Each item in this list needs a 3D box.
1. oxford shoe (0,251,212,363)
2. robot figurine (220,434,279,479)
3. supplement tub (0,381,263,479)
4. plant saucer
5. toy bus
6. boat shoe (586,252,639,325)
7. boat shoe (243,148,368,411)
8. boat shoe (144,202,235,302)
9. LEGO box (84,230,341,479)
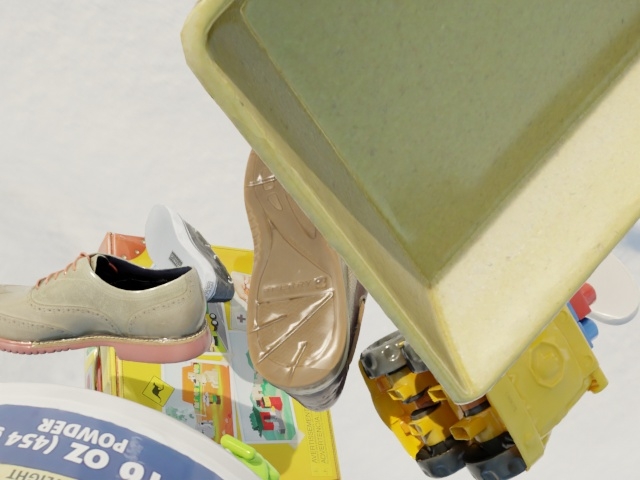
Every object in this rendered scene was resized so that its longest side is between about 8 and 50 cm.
[{"bbox_3d":[-0.308,0.067,1.230,0.348,0.123,0.130,2,114,4],"label":"oxford shoe"},{"bbox_3d":[-0.105,0.268,1.097,0.115,0.067,0.101,12,104,-34],"label":"robot figurine"},{"bbox_3d":[-0.116,0.205,0.253,0.228,0.316,0.228,2,112,5],"label":"supplement tub"},{"bbox_3d":[0.107,-0.118,0.529,0.333,0.081,0.333,-47,135,-8],"label":"plant saucer"},{"bbox_3d":[0.170,0.117,0.955,0.211,0.220,0.149,-33,93,-26],"label":"toy bus"},{"bbox_3d":[0.462,0.071,1.844,0.127,0.340,0.158,-35,141,-12],"label":"boat shoe"},{"bbox_3d":[0.000,0.000,0.959,0.123,0.342,0.123,-8,150,15],"label":"boat shoe"},{"bbox_3d":[-0.193,0.021,1.464,0.076,0.228,0.080,17,107,-40],"label":"boat shoe"},{"bbox_3d":[-0.194,0.258,1.643,0.372,0.500,0.193,8,143,-25],"label":"LEGO box"}]
